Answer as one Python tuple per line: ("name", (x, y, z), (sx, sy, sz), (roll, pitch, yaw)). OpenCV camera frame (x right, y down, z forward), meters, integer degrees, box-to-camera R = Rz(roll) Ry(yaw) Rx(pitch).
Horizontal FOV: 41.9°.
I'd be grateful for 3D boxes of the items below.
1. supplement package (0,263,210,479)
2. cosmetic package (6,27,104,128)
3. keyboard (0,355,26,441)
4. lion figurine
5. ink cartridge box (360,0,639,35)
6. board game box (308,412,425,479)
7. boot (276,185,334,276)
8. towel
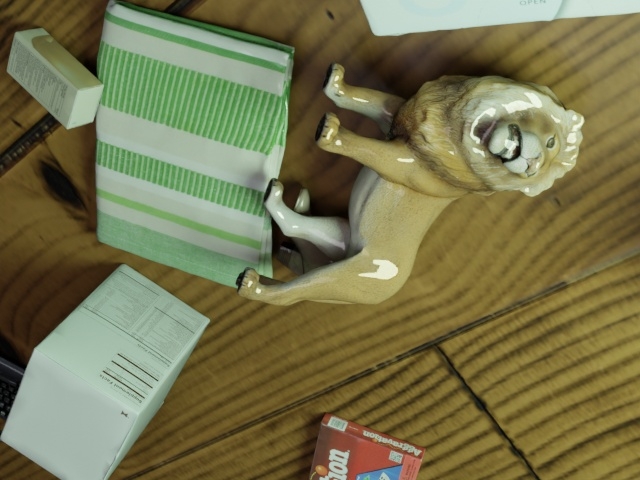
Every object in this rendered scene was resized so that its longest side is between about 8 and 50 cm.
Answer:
("supplement package", (-0.281, 0.181, 1.099), (0.149, 0.203, 0.194), (32, 124, 1))
("cosmetic package", (-0.311, -0.190, 0.978), (0.115, 0.041, 0.060), (43, 128, 13))
("keyboard", (-0.565, 0.242, 1.347), (0.317, 0.033, 0.202), (26, 124, 6))
("lion figurine", (0.076, -0.036, 0.886), (0.240, 0.142, 0.392), (19, 136, -16))
("ink cartridge box", (0.141, -0.313, 0.609), (0.308, 0.091, 0.385), (1, 155, 21))
("board game box", (0.048, 0.378, 1.192), (0.145, 0.027, 0.281), (18, 123, 12))
("boot", (0.000, 0.000, 0.992), (0.086, 0.042, 0.118), (20, 125, 2))
("towel", (-0.156, -0.103, 0.993), (0.247, 0.038, 0.325), (18, 125, 12))
